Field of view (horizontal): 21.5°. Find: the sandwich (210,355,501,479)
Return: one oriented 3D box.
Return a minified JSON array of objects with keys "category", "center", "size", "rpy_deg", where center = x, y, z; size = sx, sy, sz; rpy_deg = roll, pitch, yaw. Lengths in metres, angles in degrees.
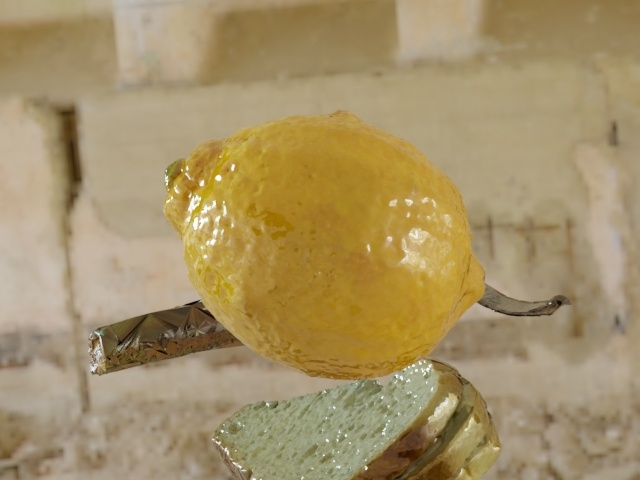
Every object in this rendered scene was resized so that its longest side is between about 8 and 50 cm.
[{"category":"sandwich","center":[0.031,0.205,1.680],"size":[0.254,0.099,0.288],"rpy_deg":[-40,22,-4]}]

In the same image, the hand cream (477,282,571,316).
[{"category":"hand cream","center":[0.175,0.053,1.740],"size":[0.163,0.039,0.062],"rpy_deg":[19,14,27]}]

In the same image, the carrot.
[{"category":"carrot","center":[-0.161,0.105,1.935],"size":[0.229,0.069,0.069],"rpy_deg":[-12,9,-30]}]

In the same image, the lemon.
[{"category":"lemon","center":[0.000,0.000,0.915],"size":[0.187,0.142,0.142],"rpy_deg":[23,8,2]}]
